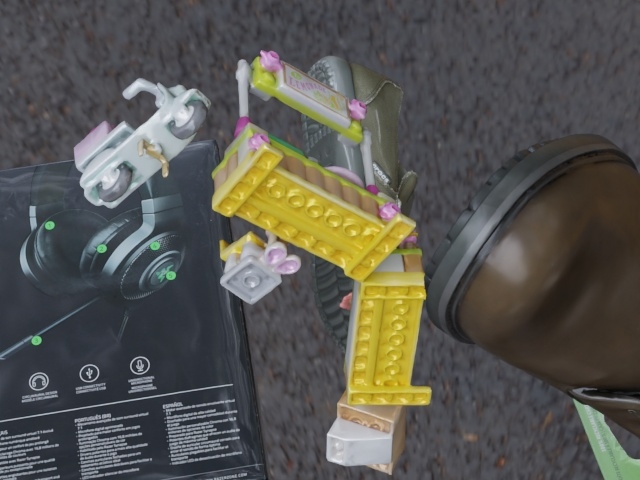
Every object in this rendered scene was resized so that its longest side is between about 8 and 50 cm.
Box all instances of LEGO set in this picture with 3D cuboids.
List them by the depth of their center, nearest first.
[{"bbox_3d":[0.000,0.000,0.838,0.132,0.287,0.107,-27,39,18],"label":"LEGO set"}]

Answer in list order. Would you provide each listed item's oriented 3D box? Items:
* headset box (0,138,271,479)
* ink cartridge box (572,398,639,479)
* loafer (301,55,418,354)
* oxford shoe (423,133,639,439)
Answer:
[{"bbox_3d":[-0.171,0.078,1.062,0.246,0.131,0.283,-9,60,-4],"label":"headset box"},{"bbox_3d":[0.245,0.093,0.872,0.209,0.062,0.109,-18,106,21],"label":"ink cartridge box"},{"bbox_3d":[0.044,-0.026,1.244,0.087,0.094,0.251,-2,85,-25],"label":"loafer"},{"bbox_3d":[0.110,0.026,0.524,0.096,0.227,0.083,41,100,31],"label":"oxford shoe"}]
